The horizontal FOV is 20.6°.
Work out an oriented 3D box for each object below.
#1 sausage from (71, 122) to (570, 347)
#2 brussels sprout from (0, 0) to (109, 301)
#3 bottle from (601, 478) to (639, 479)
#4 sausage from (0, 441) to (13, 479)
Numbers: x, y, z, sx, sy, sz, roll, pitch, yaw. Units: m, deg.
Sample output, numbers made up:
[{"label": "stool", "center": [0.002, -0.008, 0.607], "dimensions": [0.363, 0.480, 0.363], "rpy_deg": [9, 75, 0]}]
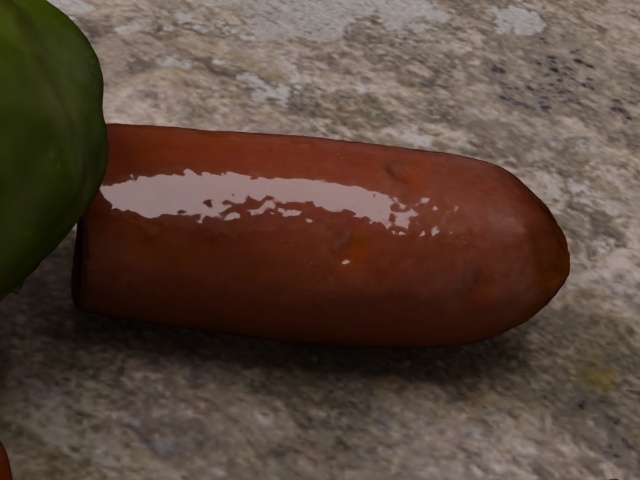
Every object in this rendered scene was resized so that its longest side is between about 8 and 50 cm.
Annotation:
[{"label": "sausage", "center": [0.000, 0.000, 0.912], "dimensions": [0.259, 0.113, 0.113], "rpy_deg": [6, 37, -10]}, {"label": "brussels sprout", "center": [-0.254, -0.074, 0.804], "dimensions": [0.274, 0.242, 0.316], "rpy_deg": [2, 26, -34]}, {"label": "bottle", "center": [0.167, 0.144, 0.794], "dimensions": [0.152, 0.099, 0.099], "rpy_deg": [-14, 45, -36]}, {"label": "sausage", "center": [-0.251, 0.093, 0.690], "dimensions": [0.258, 0.133, 0.133], "rpy_deg": [8, 37, -2]}]
